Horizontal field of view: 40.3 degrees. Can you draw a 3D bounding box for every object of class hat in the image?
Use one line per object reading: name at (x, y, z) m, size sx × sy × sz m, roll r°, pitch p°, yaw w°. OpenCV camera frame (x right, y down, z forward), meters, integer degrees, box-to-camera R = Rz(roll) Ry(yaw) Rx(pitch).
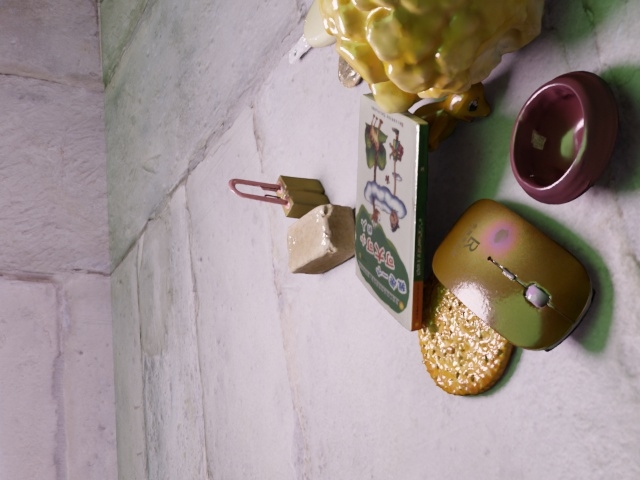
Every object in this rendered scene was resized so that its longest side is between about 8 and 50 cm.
hat at (0.357, -0.143, 1.245) m, size 0.205 × 0.089 × 0.206 m, roll -32°, pitch 53°, yaw 58°

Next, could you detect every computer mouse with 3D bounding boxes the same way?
computer mouse at (0.279, 0.043, 1.329) m, size 0.158 × 0.071 × 0.310 m, roll -54°, pitch 37°, yaw 8°

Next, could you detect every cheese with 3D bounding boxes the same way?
cheese at (-0.013, -0.478, 1.996) m, size 0.251 × 0.054 × 0.127 m, roll -34°, pitch 57°, yaw 55°

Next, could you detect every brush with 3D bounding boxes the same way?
brush at (-0.095, -0.098, 1.887) m, size 0.047 × 0.233 × 0.103 m, roll -61°, pitch 38°, yaw 33°

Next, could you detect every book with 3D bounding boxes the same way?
book at (0.124, -0.057, 1.559) m, size 0.260 × 0.043 × 0.371 m, roll -132°, pitch 38°, yaw -63°

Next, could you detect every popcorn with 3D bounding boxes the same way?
popcorn at (0.162, -0.415, 1.360) m, size 0.354 × 0.344 × 0.390 m, roll -29°, pitch -74°, yaw -80°

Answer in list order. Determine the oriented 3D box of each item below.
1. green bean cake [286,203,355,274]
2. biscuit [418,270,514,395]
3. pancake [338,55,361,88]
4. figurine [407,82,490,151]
green bean cake at (0.000, 0.000, 1.853) m, size 0.179 × 0.085 × 0.109 m, roll -31°, pitch 57°, yaw 56°
biscuit at (0.237, 0.137, 1.459) m, size 0.254 × 0.035 × 0.254 m, roll -18°, pitch 69°, yaw 58°
pancake at (0.072, -0.393, 1.860) m, size 0.139 × 0.022 × 0.140 m, roll -20°, pitch 67°, yaw 58°
figurine at (0.205, -0.232, 1.500) m, size 0.176 × 0.122 × 0.121 m, roll -31°, pitch 21°, yaw 46°
